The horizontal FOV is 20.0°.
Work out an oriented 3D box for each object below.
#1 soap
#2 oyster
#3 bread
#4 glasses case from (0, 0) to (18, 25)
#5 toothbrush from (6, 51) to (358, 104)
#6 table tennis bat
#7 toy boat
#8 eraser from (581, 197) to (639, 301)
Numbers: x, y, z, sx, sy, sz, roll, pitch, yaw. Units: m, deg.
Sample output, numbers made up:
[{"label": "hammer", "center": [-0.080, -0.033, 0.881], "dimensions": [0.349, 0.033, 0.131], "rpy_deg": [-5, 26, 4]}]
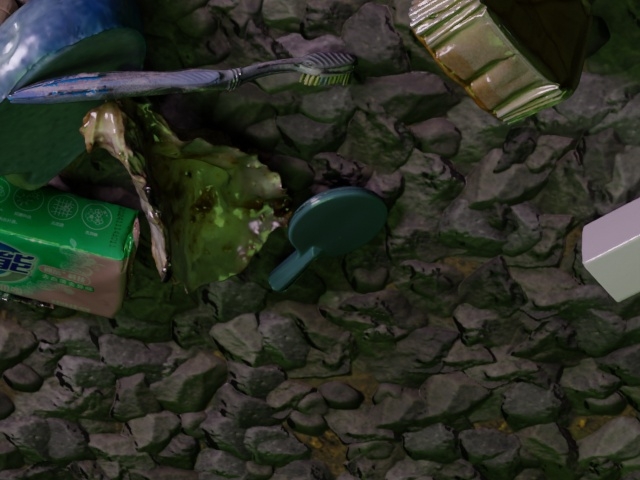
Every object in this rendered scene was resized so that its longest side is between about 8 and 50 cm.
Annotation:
[{"label": "soap", "center": [-0.364, -0.002, 2.296], "dimensions": [0.273, 0.098, 0.218], "rpy_deg": [14, 143, -4]}, {"label": "oyster", "center": [-0.174, -0.061, 2.169], "dimensions": [0.133, 0.197, 0.337], "rpy_deg": [30, 172, 38]}, {"label": "bread", "center": [0.191, -0.238, 1.942], "dimensions": [0.110, 0.210, 0.192], "rpy_deg": [-30, 119, 35]}, {"label": "glasses case", "center": [-0.531, -0.275, 2.122], "dimensions": [0.336, 0.076, 0.144], "rpy_deg": [22, 129, -9]}, {"label": "toothbrush", "center": [-0.149, -0.180, 2.051], "dimensions": [0.413, 0.035, 0.042], "rpy_deg": [-6, 138, -21]}, {"label": "table tennis bat", "center": [0.000, 0.000, 2.269], "dimensions": [0.124, 0.033, 0.201], "rpy_deg": [15, 135, -35]}, {"label": "toy boat", "center": [-0.335, -0.186, 2.108], "dimensions": [0.215, 0.123, 0.330], "rpy_deg": [-8, 147, -47]}, {"label": "eraser", "center": [0.456, -0.033, 2.156], "dimensions": [0.298, 0.076, 0.078], "rpy_deg": [-29, 120, 30]}]
